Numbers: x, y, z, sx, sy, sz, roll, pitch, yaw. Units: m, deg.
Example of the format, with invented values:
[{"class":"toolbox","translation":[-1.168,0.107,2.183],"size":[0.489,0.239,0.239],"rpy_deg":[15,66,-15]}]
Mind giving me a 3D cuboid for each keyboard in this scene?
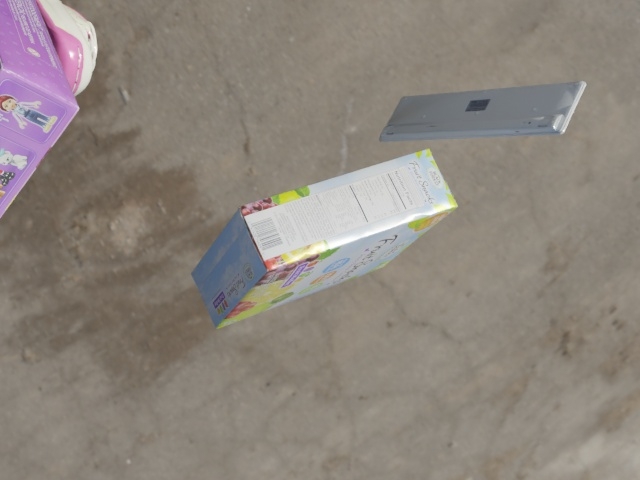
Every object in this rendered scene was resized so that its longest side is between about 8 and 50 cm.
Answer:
[{"class":"keyboard","translation":[0.173,-0.143,1.136],"size":[0.014,0.256,0.072],"rpy_deg":[53,58,-32]}]

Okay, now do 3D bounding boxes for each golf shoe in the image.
[{"class":"golf shoe","translation":[-0.277,-0.207,1.035],"size":[0.140,0.306,0.115],"rpy_deg":[-1,110,-34]}]

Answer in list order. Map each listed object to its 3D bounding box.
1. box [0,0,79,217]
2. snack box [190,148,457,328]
[{"class":"box","translation":[-0.286,-0.037,0.694],"size":[0.057,0.201,0.293],"rpy_deg":[28,110,-39]},{"class":"snack box","translation":[0.000,0.000,0.967],"size":[0.207,0.070,0.174],"rpy_deg":[-20,168,-27]}]
